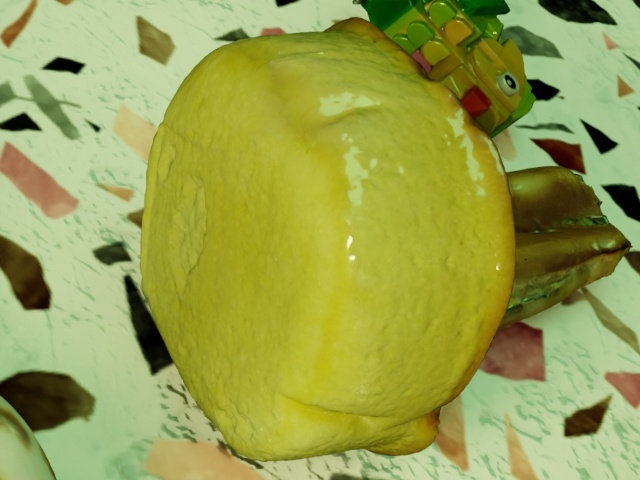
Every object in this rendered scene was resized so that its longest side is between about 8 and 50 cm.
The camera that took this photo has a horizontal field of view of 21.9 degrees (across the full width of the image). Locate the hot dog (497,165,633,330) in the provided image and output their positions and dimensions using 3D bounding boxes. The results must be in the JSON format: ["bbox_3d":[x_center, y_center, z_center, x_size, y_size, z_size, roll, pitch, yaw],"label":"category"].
[{"bbox_3d":[0.120,0.009,1.189,0.269,0.072,0.115,-9,53,-37],"label":"hot dog"}]

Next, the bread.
[{"bbox_3d":[0.000,0.000,0.990,0.148,0.270,0.270,-5,51,-34],"label":"bread"}]

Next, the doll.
[{"bbox_3d":[0.105,-0.167,1.335,0.134,0.106,0.186,-10,70,-53],"label":"doll"}]

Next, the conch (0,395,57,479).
[{"bbox_3d":[-0.223,0.133,0.810,0.275,0.149,0.183,37,37,5],"label":"conch"}]
